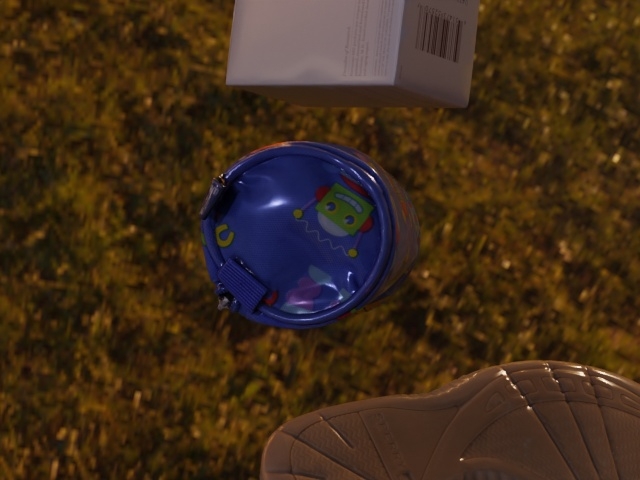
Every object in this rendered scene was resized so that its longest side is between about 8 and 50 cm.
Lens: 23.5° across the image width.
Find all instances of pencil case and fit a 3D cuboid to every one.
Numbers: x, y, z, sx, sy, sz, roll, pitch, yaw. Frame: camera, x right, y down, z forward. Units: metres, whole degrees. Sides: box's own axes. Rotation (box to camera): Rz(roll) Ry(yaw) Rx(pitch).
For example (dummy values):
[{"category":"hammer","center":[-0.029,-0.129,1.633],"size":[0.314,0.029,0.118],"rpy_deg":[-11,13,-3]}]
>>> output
[{"category":"pencil case","center":[0.000,0.000,1.072],"size":[0.133,0.306,0.119],"rpy_deg":[-38,85,6]}]

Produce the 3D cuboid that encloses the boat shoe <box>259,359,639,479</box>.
[{"category":"boat shoe","center":[0.090,0.144,0.943],"size":[0.285,0.092,0.102],"rpy_deg":[-7,55,-25]}]

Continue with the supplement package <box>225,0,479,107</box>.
[{"category":"supplement package","center":[0.025,-0.167,1.257],"size":[0.105,0.179,0.105],"rpy_deg":[9,86,-51]}]
